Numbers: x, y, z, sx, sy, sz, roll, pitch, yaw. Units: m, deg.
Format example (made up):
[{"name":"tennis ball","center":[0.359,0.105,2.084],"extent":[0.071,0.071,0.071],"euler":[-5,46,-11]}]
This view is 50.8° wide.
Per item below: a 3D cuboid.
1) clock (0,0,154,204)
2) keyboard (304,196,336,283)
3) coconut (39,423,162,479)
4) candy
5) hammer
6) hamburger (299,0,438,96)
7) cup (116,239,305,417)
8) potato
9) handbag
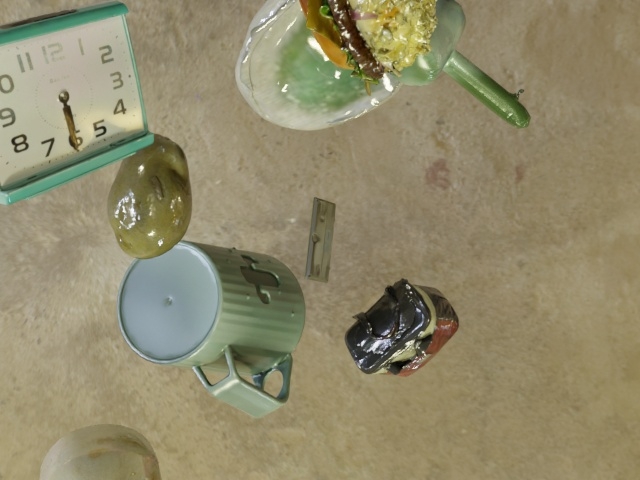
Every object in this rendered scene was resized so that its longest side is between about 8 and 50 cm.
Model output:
[{"name":"clock","center":[-0.391,-0.207,0.973],"extent":[0.262,0.116,0.231],"euler":[-35,133,-41]},{"name":"keyboard","center":[0.000,0.000,1.054],"extent":[0.049,0.015,0.129],"euler":[16,76,-46]},{"name":"coconut","center":[-0.381,0.446,1.181],"extent":[0.241,0.241,0.241],"euler":[0,90,-19]},{"name":"candy","center":[-0.001,-0.434,1.565],"extent":[0.426,0.186,0.386],"euler":[-31,130,20]},{"name":"hammer","center":[0.295,-0.336,1.348],"extent":[0.335,0.119,0.206],"euler":[35,58,-9]},{"name":"hamburger","center":[0.054,-0.305,0.766],"extent":[0.138,0.243,0.262],"euler":[-13,79,19]},{"name":"cup","center":[-0.208,0.179,1.531],"extent":[0.401,0.392,0.310],"euler":[32,93,23]},{"name":"potato","center":[-0.316,-0.082,1.260],"extent":[0.160,0.177,0.235],"euler":[5,95,-54]},{"name":"handbag","center":[0.195,0.224,1.635],"extent":[0.181,0.181,0.254],"euler":[14,127,-48]}]
